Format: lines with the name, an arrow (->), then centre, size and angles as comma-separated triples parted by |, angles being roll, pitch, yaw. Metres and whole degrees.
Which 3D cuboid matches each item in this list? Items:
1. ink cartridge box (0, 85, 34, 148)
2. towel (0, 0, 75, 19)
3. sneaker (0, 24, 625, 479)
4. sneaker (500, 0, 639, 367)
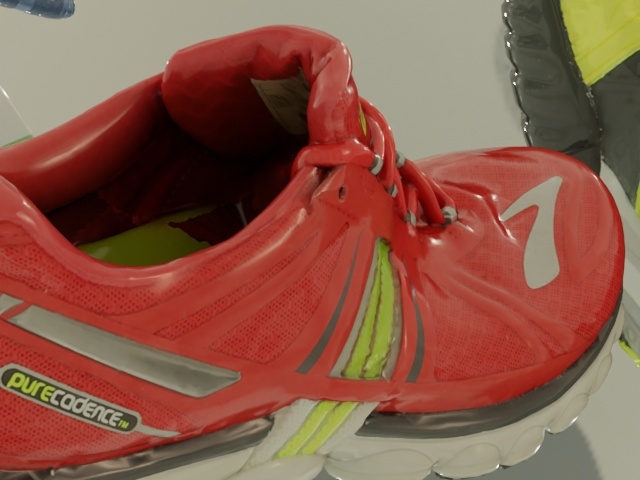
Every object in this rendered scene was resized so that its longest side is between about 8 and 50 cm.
ink cartridge box -> -0.226, -0.047, 0.880 | 0.093, 0.154, 0.212 | -30, -107, -26
towel -> -0.269, -0.220, 1.384 | 0.119, 0.067, 0.029 | 10, -54, -47
sneaker -> 0.000, 0.000, 0.433 | 0.279, 0.107, 0.118 | -13, -52, -44
sneaker -> 0.185, 0.007, 0.598 | 0.145, 0.147, 0.385 | 15, -130, -52
